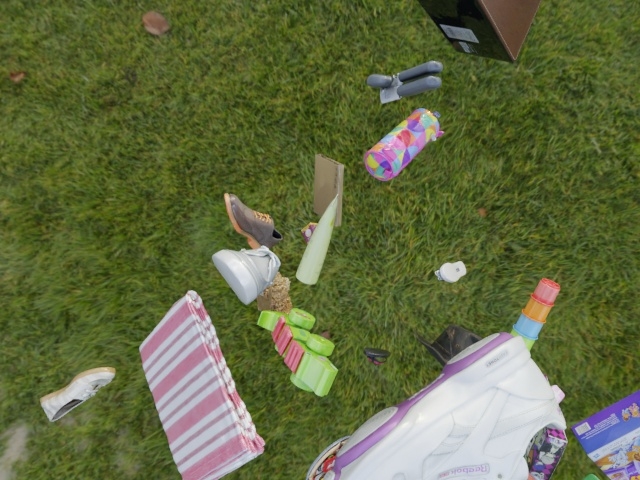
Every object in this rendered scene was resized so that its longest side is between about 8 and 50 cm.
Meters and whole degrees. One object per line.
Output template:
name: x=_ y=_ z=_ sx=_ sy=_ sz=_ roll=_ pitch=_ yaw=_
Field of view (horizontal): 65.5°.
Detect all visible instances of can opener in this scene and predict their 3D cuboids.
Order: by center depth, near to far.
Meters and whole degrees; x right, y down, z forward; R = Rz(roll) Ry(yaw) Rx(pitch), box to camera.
can opener: x=0.222 y=-0.425 z=1.348 sx=0.093 sy=0.280 sz=0.074 roll=0 pitch=97 yaw=-26

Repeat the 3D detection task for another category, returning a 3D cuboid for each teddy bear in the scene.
teddy bear: x=-0.145 y=0.192 z=1.661 sx=0.113 sy=0.338 sz=0.245 roll=-10 pitch=124 yaw=-28

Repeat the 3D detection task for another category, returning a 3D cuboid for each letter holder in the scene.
letter holder: x=0.334 y=-0.539 z=1.013 sx=0.152 sy=0.301 sz=0.215 roll=28 pitch=98 yaw=35

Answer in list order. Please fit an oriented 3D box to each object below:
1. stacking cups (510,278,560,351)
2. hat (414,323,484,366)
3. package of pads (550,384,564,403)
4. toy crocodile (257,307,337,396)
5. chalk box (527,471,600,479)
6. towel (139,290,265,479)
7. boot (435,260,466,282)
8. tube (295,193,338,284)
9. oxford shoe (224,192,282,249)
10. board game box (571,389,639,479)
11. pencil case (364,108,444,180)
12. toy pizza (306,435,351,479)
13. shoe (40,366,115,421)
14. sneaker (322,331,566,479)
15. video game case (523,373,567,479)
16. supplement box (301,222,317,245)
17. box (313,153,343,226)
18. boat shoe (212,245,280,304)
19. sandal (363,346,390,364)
stacking cups: x=0.683 y=0.273 z=1.640 sx=0.095 sy=0.096 sz=0.317 roll=21 pitch=106 yaw=10
hat: x=0.418 y=0.322 z=1.380 sx=0.331 sy=0.331 sz=0.134 roll=42 pitch=92 yaw=10
package of pads: x=0.422 y=0.310 z=0.947 sx=0.083 sy=0.050 sz=0.032 roll=-22 pitch=71 yaw=-37
toy crocodile: x=-0.056 y=0.249 z=1.174 sx=0.105 sy=0.340 sz=0.115 roll=21 pitch=100 yaw=-27
chalk box: x=0.390 y=0.528 z=0.839 sx=0.179 sy=0.180 sz=0.289 roll=27 pitch=99 yaw=-13
towel: x=-0.147 y=0.176 z=0.580 sx=0.144 sy=0.029 sz=0.197 roll=-42 pitch=65 yaw=33
boot: x=0.427 y=0.117 z=1.703 sx=0.086 sy=0.190 sz=0.069 roll=-25 pitch=77 yaw=34
tube: x=0.000 y=0.000 z=1.287 sx=0.070 sy=0.062 sz=0.240 roll=44 pitch=123 yaw=46
oxford shoe: x=-0.264 y=-0.084 z=1.960 sx=0.132 sy=0.364 sz=0.130 roll=-22 pitch=57 yaw=7
board game box: x=0.777 y=0.416 z=1.096 sx=0.347 sy=0.078 sz=0.233 roll=-39 pitch=113 yaw=17
pencil case: x=0.220 y=-0.254 z=1.305 sx=0.104 sy=0.104 sz=0.236 roll=44 pitch=65 yaw=10
toy pizza: x=0.044 y=0.661 z=1.465 sx=0.201 sy=0.201 sz=0.032 roll=-51 pitch=50 yaw=0
shoe: x=-0.562 y=0.358 z=1.163 sx=0.219 sy=0.076 sz=0.058 roll=-29 pitch=64 yaw=16
sneaker: x=0.138 y=0.235 z=0.546 sx=0.305 sy=0.114 sz=0.152 roll=-32 pitch=80 yaw=-9
video game case: x=0.444 y=0.426 z=1.058 sx=0.041 sy=0.232 sz=0.210 roll=17 pitch=111 yaw=9
supplement box: x=-0.026 y=-0.016 z=1.825 sx=0.055 sy=0.043 sz=0.083 roll=-39 pitch=64 yaw=32
box: x=0.023 y=-0.164 z=1.606 sx=0.021 sy=0.164 sz=0.201 roll=-10 pitch=115 yaw=-25
boat shoe: x=-0.077 y=0.035 z=0.570 sx=0.063 sy=0.184 sz=0.066 roll=-36 pitch=82 yaw=-12
sandal: x=0.167 y=0.339 z=1.449 sx=0.067 sy=0.179 sz=0.040 roll=16 pitch=84 yaw=22
